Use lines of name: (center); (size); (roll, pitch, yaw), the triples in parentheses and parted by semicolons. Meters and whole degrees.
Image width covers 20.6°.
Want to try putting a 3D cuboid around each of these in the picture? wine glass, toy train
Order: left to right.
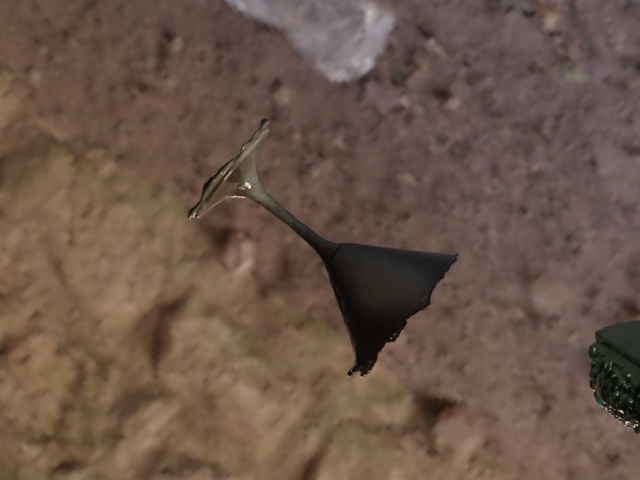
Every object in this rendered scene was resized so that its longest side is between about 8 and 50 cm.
wine glass: (0.000, 0.000, 1.308); (0.183, 0.122, 0.122); (40, 158, -1)
toy train: (0.225, 0.087, 1.108); (0.172, 0.099, 0.070); (-136, 35, -79)
